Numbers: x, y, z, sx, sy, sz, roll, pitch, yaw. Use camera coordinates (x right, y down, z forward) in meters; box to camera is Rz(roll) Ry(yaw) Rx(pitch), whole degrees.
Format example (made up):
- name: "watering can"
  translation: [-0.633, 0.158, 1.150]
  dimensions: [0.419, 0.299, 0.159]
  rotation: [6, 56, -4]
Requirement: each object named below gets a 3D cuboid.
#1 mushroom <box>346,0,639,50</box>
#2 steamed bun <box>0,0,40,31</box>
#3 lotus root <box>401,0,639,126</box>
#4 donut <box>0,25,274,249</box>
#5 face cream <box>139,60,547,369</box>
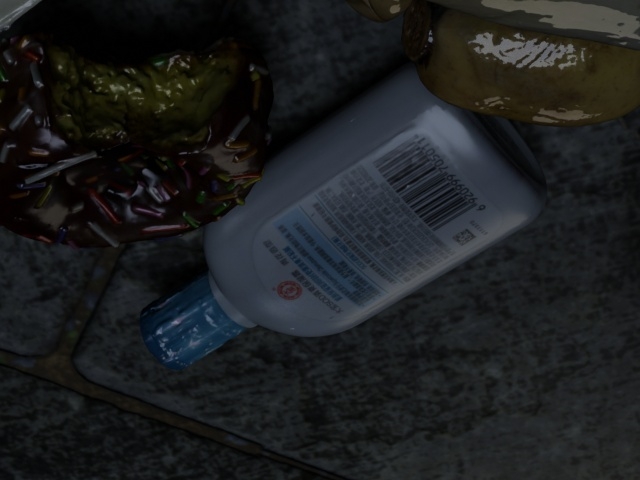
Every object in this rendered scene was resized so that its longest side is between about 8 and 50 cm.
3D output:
- name: "mushroom"
  translation: [0.193, -0.183, 0.803]
  dimensions: [0.407, 0.154, 0.137]
  rotation: [5, 162, -20]
- name: "steamed bun"
  translation: [-0.290, -0.193, 0.881]
  dimensions: [0.241, 0.146, 0.164]
  rotation: [-26, 125, 20]
- name: "lotus root"
  translation: [0.165, -0.141, 0.914]
  dimensions: [0.220, 0.118, 0.125]
  rotation: [0, 119, -3]
- name: "donut"
  translation: [-0.146, -0.061, 0.952]
  dimensions: [0.230, 0.096, 0.216]
  rotation: [3, 154, -34]
- name: "face cream"
  translation: [0.000, 0.000, 1.055]
  dimensions: [0.336, 0.080, 0.163]
  rotation: [-33, 120, 25]
